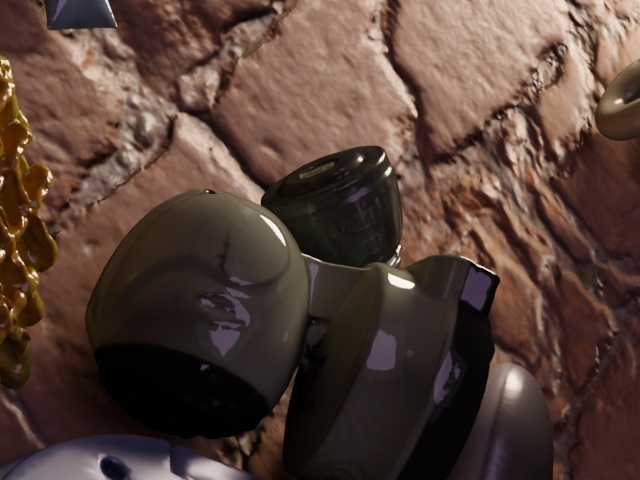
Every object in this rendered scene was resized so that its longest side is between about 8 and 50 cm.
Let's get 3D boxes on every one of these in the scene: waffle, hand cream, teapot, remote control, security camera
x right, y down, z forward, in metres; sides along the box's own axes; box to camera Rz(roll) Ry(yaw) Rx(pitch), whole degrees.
[{"bbox_3d":[-0.268,-0.029,1.272,0.283,0.065,0.309,9,77,-65],"label":"waffle"},{"bbox_3d":[-0.205,-0.246,1.494,0.065,0.043,0.170,-8,82,-38],"label":"hand cream"},{"bbox_3d":[0.009,-0.002,1.521,0.149,0.111,0.108,-40,112,-46],"label":"teapot"},{"bbox_3d":[0.110,0.250,1.439,0.104,0.221,0.332,12,63,8],"label":"remote control"},{"bbox_3d":[-0.032,0.076,1.398,0.277,0.197,0.191,25,70,-11],"label":"security camera"}]

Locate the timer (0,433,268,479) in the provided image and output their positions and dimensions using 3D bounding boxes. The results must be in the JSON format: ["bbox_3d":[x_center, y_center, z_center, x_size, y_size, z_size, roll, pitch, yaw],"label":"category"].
[{"bbox_3d":[-0.118,0.296,1.203,0.395,0.173,0.395,26,29,-16],"label":"timer"}]

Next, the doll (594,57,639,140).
[{"bbox_3d":[0.464,-0.121,1.851,0.370,0.226,0.215,29,18,-21],"label":"doll"}]
